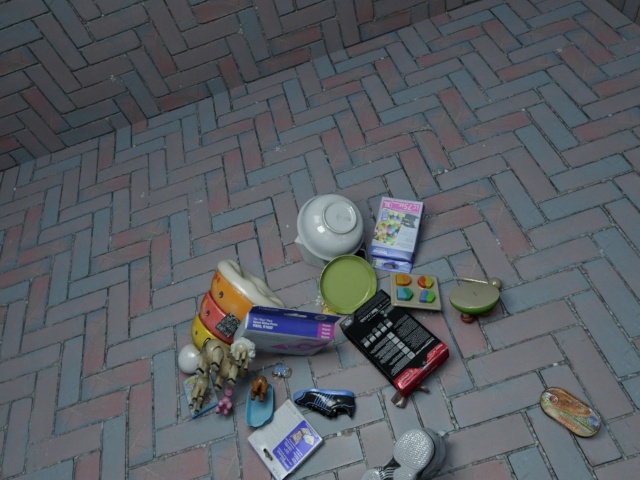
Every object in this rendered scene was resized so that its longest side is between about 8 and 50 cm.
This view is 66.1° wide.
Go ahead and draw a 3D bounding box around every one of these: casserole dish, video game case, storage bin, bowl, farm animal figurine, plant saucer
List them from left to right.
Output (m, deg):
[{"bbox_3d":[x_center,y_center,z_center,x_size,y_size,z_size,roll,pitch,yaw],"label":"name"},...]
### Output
[{"bbox_3d":[-0.480,0.608,1.966,0.119,0.015,0.166,-27,53,-4],"label":"video game case"},{"bbox_3d":[-0.359,0.483,1.825,0.329,0.327,0.172,-10,34,9],"label":"farm animal figurine"},{"bbox_3d":[-0.221,0.618,1.842,0.114,0.037,0.189,-23,34,13],"label":"casserole dish"},{"bbox_3d":[0.059,-0.074,2.009,0.297,0.134,0.298,5,71,-14],"label":"bowl"},{"bbox_3d":[0.110,0.178,2.014,0.240,0.037,0.241,0,92,-10],"label":"plant saucer"},{"bbox_3d":[0.142,0.060,2.138,0.135,0.098,0.091,-2,27,16],"label":"storage bin"}]

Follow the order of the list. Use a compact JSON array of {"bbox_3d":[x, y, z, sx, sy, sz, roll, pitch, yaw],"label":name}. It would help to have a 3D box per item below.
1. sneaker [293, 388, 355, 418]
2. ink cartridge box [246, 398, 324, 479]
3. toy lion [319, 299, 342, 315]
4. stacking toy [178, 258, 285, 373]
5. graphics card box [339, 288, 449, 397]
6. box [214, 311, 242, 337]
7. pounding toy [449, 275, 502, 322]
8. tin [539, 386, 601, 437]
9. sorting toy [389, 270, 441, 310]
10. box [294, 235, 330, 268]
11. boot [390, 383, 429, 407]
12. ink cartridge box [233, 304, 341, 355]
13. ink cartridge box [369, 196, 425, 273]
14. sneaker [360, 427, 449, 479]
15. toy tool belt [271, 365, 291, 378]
[{"bbox_3d":[0.009,0.597,1.790,0.232,0.082,0.091,-5,47,11],"label":"sneaker"},{"bbox_3d":[-0.127,0.717,1.766,0.208,0.045,0.206,-40,54,-14],"label":"ink cartridge box"},{"bbox_3d":[0.044,0.284,2.038,0.100,0.034,0.096,-22,59,-1],"label":"toy lion"},{"bbox_3d":[-0.402,0.350,1.992,0.350,0.350,0.480,39,89,34],"label":"stacking toy"},{"bbox_3d":[0.269,0.374,1.846,0.232,0.094,0.371,-39,49,-12],"label":"graphics card box"},{"bbox_3d":[-0.346,0.319,1.854,0.083,0.067,0.018,-44,15,17],"label":"box"},{"bbox_3d":[0.597,0.237,1.881,0.182,0.110,0.237,-1,25,29],"label":"pounding toy"},{"bbox_3d":[0.814,0.562,1.610,0.106,0.040,0.189,-42,55,-20],"label":"tin"},{"bbox_3d":[0.372,0.190,1.936,0.192,0.038,0.208,5,36,1],"label":"sorting toy"},{"bbox_3d":[0.000,0.000,2.156,0.118,0.182,0.181,17,61,28],"label":"box"},{"bbox_3d":[0.318,0.556,1.757,0.106,0.037,0.114,17,58,41],"label":"boot"},{"bbox_3d":[-0.128,0.338,1.785,0.323,0.330,0.072,10,61,-16],"label":"ink cartridge box"},{"bbox_3d":[0.321,-0.022,2.091,0.185,0.065,0.312,10,82,20],"label":"ink cartridge box"},{"bbox_3d":[0.275,0.743,1.582,0.137,0.210,0.366,46,111,36],"label":"sneaker"},{"bbox_3d":[-0.157,0.510,1.919,0.083,0.051,0.052,-8,53,11],"label":"toy tool belt"}]
